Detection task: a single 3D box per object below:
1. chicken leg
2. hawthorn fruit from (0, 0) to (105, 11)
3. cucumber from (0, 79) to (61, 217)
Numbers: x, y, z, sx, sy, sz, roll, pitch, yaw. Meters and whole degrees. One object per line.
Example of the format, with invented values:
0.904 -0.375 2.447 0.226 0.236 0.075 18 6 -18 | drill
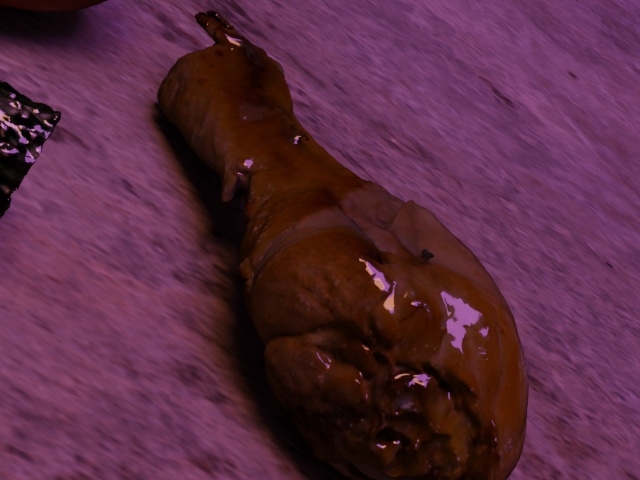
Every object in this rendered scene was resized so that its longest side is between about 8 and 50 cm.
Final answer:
0.000 0.000 1.138 0.201 0.153 0.429 29 22 -49 | chicken leg
-0.208 -0.247 1.154 0.199 0.199 0.251 48 42 9 | hawthorn fruit
-0.315 -0.130 0.944 0.359 0.096 0.096 33 30 -14 | cucumber
